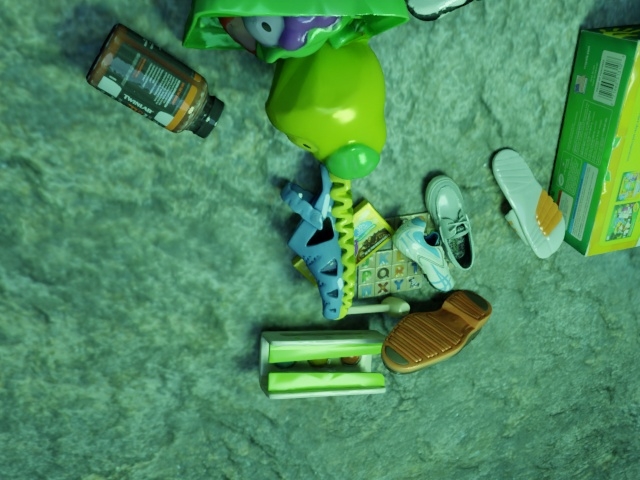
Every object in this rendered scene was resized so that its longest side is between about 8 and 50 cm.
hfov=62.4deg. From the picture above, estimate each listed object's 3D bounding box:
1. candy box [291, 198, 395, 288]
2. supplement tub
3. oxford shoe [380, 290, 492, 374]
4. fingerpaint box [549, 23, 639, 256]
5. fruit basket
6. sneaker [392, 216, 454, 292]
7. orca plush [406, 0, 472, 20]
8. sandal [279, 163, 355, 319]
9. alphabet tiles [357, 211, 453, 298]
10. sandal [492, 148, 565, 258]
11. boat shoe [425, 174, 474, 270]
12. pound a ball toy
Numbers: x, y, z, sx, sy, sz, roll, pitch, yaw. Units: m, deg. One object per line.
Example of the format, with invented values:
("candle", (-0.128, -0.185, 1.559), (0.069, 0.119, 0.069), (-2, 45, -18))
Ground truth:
("candy box", (0.049, 0.015, 1.109), (0.206, 0.027, 0.105), (-40, 117, 10))
("supplement tub", (-0.252, -0.239, 0.830), (0.197, 0.106, 0.106), (29, 106, -28))
("oxford shoe", (0.259, 0.232, 1.180), (0.363, 0.130, 0.133), (-16, 132, -41))
("fingerpaint box", (0.711, -0.220, 1.119), (0.370, 0.163, 0.445), (-10, 121, -11))
("fruit basket", (-0.040, -0.261, 0.732), (0.282, 0.392, 0.393), (-5, 119, -16))
("sneaker", (0.240, 0.037, 1.135), (0.086, 0.085, 0.237), (-39, 132, 10))
("orca plush", (0.262, -0.483, 0.895), (0.151, 0.102, 0.287), (32, 97, 16))
("sandal", (0.000, 0.000, 1.021), (0.138, 0.126, 0.318), (-5, 100, 2))
("alphabet tiles", (0.196, 0.030, 1.183), (0.237, 0.009, 0.199), (-9, 120, -13))
("sandal", (0.448, -0.085, 1.170), (0.101, 0.076, 0.265), (-35, 102, -11))
("boat shoe", (0.287, -0.032, 1.123), (0.079, 0.081, 0.228), (-25, 123, -3))
("pound a ball toy", (0.028, 0.228, 1.187), (0.318, 0.135, 0.209), (1, 92, -19))
